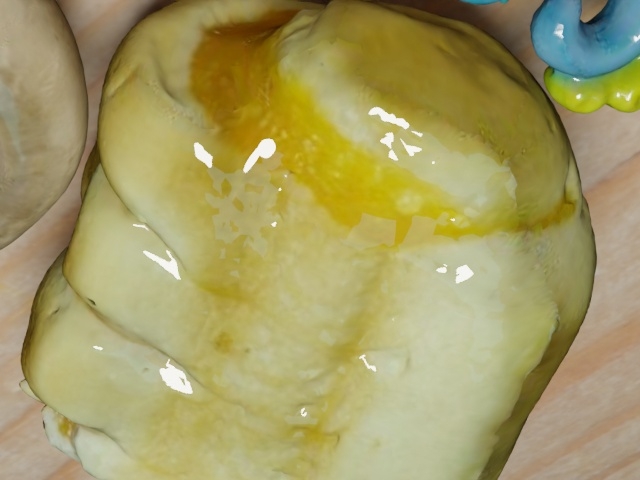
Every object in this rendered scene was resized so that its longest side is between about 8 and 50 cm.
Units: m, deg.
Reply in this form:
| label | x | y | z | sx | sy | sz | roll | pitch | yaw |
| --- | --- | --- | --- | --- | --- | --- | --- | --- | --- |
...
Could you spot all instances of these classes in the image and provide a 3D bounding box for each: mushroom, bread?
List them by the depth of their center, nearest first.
| label | x | y | z | sx | sy | sz | roll | pitch | yaw |
| --- | --- | --- | --- | --- | --- | --- | --- | --- | --- |
| mushroom | -0.223 | -0.062 | 0.834 | 0.204 | 0.204 | 0.204 | -6 | 139 | -6 |
| bread | 0.000 | 0.000 | 0.960 | 0.300 | 0.210 | 0.341 | 16 | 124 | -2 |

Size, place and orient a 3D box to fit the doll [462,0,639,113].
| label | x | y | z | sx | sy | sz | roll | pitch | yaw |
| --- | --- | --- | --- | --- | --- | --- | --- | --- | --- |
| doll | 0.205 | -0.212 | 0.786 | 0.346 | 0.099 | 0.341 | -20 | 130 | -15 |
